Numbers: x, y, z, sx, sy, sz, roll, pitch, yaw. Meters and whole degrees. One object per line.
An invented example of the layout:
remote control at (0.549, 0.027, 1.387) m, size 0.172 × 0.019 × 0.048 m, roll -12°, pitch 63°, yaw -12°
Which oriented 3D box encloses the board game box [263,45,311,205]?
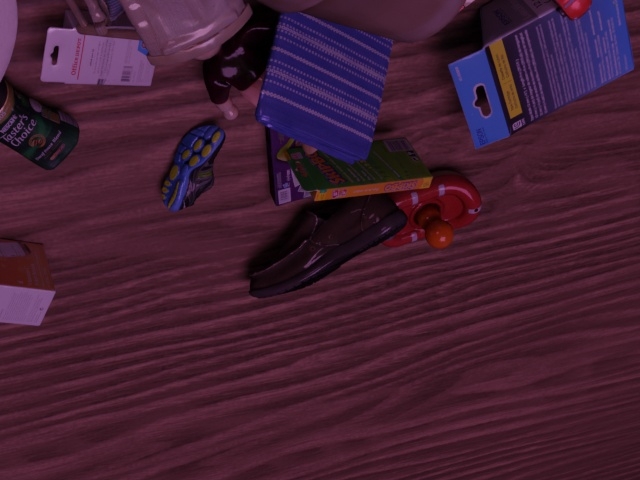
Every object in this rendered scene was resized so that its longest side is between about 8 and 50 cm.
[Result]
board game box at (-0.001, -0.226, 1.964) m, size 0.208 × 0.056 × 0.346 m, roll -13°, pitch 136°, yaw -11°

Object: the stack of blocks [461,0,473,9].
stack of blocks at (0.263, -0.521, 1.735) m, size 0.297 × 0.087 × 0.171 m, roll -38°, pitch 114°, yaw 13°

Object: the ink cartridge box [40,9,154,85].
ink cartridge box at (-0.353, -0.305, 1.680) m, size 0.180 × 0.060 × 0.104 m, roll -2°, pitch 132°, yaw -27°

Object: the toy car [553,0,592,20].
toy car at (0.347, -0.483, 1.834) m, size 0.225 × 0.053 × 0.239 m, roll -11°, pitch 103°, yaw 5°

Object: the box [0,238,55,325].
box at (-0.575, 0.069, 1.880) m, size 0.171 × 0.130 × 0.091 m, roll 9°, pitch 127°, yaw -35°

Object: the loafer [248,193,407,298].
loafer at (0.000, 0.000, 2.152) m, size 0.366 × 0.130 × 0.134 m, roll -30°, pitch 172°, yaw 16°

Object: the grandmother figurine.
grandmother figurine at (-0.108, -0.283, 1.756) m, size 0.342 × 0.104 × 0.207 m, roll 28°, pitch 108°, yaw -31°

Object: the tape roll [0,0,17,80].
tape roll at (-0.606, -0.296, 1.450) m, size 0.392 × 0.072 × 0.392 m, roll -26°, pitch 133°, yaw -32°

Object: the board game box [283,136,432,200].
board game box at (0.067, -0.133, 1.965) m, size 0.260 × 0.124 × 0.039 m, roll -6°, pitch 135°, yaw -24°

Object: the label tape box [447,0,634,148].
label tape box at (0.403, -0.355, 2.006) m, size 0.348 × 0.115 × 0.249 m, roll -27°, pitch 138°, yaw 2°

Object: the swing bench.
swing bench at (-0.263, -0.392, 1.468) m, size 0.165 × 0.255 × 0.253 m, roll -46°, pitch 141°, yaw -17°

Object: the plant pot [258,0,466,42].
plant pot at (0.074, -0.441, 1.562) m, size 0.280 × 0.323 × 0.323 m, roll 25°, pitch 117°, yaw -36°

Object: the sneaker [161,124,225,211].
sneaker at (-0.225, -0.134, 1.930) m, size 0.078 × 0.067 × 0.188 m, roll -9°, pitch 138°, yaw -52°

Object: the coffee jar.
coffee jar at (-0.487, -0.191, 1.707) m, size 0.096 × 0.079 × 0.184 m, roll -44°, pitch 136°, yaw 17°

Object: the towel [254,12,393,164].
towel at (0.018, -0.316, 1.750) m, size 0.243 × 0.040 × 0.335 m, roll 19°, pitch 80°, yaw -39°

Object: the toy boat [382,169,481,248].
toy boat at (0.229, -0.043, 2.188) m, size 0.231 × 0.151 × 0.151 m, roll -18°, pitch 138°, yaw -11°
